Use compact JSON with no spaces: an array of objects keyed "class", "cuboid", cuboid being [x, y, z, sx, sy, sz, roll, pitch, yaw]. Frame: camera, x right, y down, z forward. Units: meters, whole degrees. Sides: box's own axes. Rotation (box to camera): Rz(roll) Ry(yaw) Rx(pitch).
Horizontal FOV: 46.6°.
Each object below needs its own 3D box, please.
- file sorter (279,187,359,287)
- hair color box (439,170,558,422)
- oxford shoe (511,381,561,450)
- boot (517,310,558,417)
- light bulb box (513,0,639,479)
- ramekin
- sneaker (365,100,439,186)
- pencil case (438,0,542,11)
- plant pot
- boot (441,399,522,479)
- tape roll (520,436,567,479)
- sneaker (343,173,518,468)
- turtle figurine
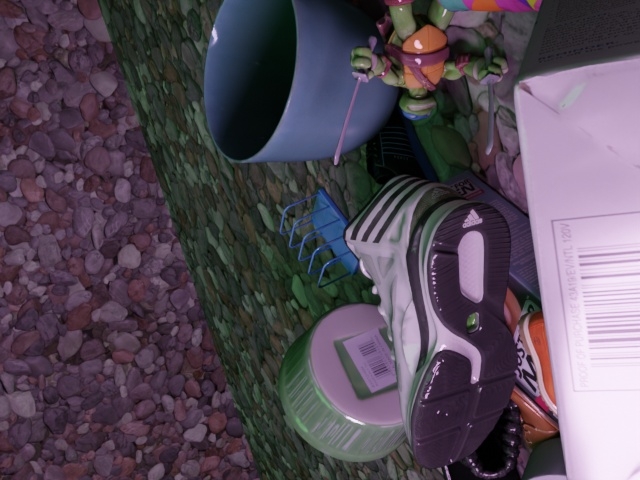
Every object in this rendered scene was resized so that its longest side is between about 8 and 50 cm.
[{"class":"file sorter","cuboid":[0.000,0.000,1.613,0.170,0.104,0.118,53,153,23]},{"class":"hair color box","cuboid":[0.291,0.082,1.100,0.374,0.113,0.185,47,150,36]},{"class":"oxford shoe","cuboid":[0.335,0.283,1.143,0.212,0.076,0.076,47,-159,-11]},{"class":"boot","cuboid":[0.312,0.160,0.931,0.084,0.059,0.158,-27,87,60]},{"class":"light bulb box","cuboid":[0.307,-0.030,0.611,0.225,0.361,0.358,-5,114,22]},{"class":"ramekin","cuboid":[0.080,0.271,1.486,0.303,0.303,0.148,56,146,20]},{"class":"sneaker","cuboid":[0.111,-0.159,1.262,0.232,0.090,0.081,61,155,9]},{"class":"pencil case","cuboid":[0.236,-0.306,0.822,0.236,0.104,0.105,12,124,44]},{"class":"plant pot","cuboid":[-0.017,-0.261,1.187,0.293,0.235,0.293,-3,86,56]},{"class":"boot","cuboid":[0.290,0.380,1.283,0.348,0.131,0.260,65,170,2]},{"class":"tape roll","cuboid":[0.405,0.390,1.098,0.219,0.072,0.219,21,139,20]},{"class":"sneaker","cuboid":[0.154,0.106,1.116,0.257,0.169,0.448,-136,38,-55]},{"class":"turtle figurine","cuboid":[0.147,-0.259,0.985,0.197,0.275,0.266,9,123,20]}]
